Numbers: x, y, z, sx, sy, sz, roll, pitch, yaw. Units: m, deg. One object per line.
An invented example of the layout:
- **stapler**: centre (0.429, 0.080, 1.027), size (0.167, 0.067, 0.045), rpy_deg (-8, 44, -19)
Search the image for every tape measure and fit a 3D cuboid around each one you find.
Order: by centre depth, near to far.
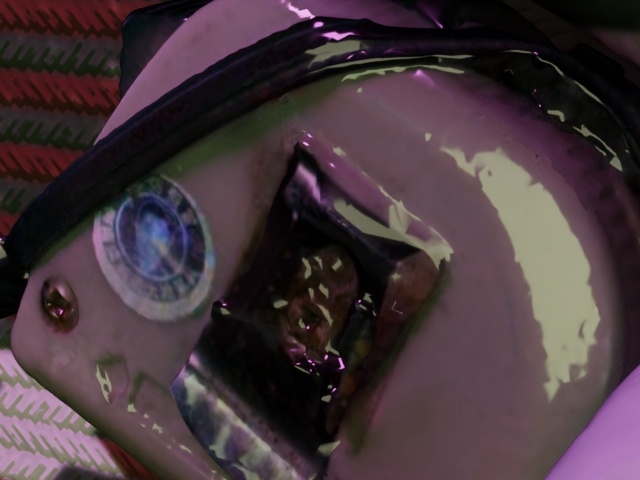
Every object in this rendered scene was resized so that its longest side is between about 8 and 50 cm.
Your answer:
- **tape measure**: centre (0.000, 0.000, 0.610), size (0.235, 0.115, 0.207), rpy_deg (34, 125, 23)

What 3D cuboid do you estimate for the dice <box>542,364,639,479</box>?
- **dice**: centre (0.158, 0.177, 0.400), size (0.268, 0.262, 0.265), rpy_deg (22, 84, 26)
